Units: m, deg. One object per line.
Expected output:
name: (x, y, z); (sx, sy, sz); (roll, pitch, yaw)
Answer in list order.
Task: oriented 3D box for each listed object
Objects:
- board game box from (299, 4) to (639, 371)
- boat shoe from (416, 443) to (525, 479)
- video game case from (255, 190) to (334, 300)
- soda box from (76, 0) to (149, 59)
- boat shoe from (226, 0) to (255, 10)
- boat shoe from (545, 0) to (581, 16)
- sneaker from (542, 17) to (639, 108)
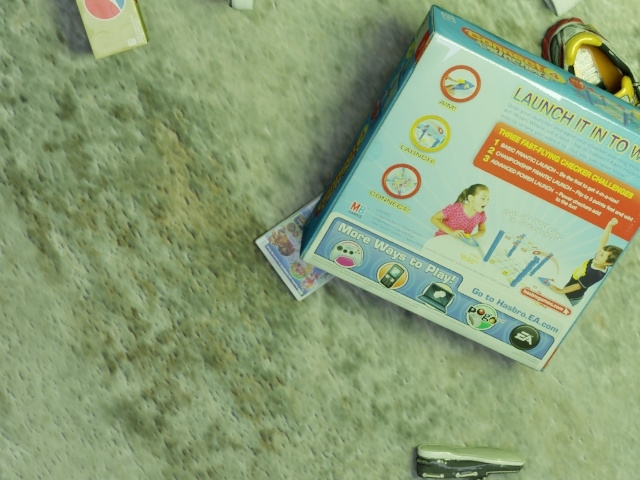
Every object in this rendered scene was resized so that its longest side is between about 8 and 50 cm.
board game box: (0.181, -0.050, 1.811); (0.308, 0.086, 0.302); (26, 116, -11)
boat shoe: (0.173, 0.261, 1.944); (0.125, 0.046, 0.038); (3, 101, -1)
video game case: (0.000, 0.000, 1.901); (0.122, 0.011, 0.087); (-35, 101, 4)
soda box: (-0.241, -0.291, 1.808); (0.061, 0.058, 0.181); (-17, 102, 1)
boat shoe: (-0.111, -0.377, 1.781); (0.088, 0.096, 0.267); (-3, 100, 2)
boat shoe: (0.199, -0.349, 1.800); (0.084, 0.095, 0.258); (-45, 99, 2)
sneaker: (0.324, -0.141, 1.848); (0.088, 0.093, 0.225); (-39, 101, 5)
